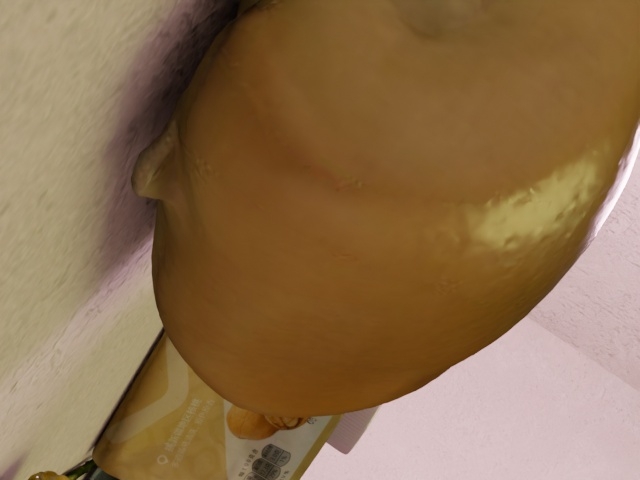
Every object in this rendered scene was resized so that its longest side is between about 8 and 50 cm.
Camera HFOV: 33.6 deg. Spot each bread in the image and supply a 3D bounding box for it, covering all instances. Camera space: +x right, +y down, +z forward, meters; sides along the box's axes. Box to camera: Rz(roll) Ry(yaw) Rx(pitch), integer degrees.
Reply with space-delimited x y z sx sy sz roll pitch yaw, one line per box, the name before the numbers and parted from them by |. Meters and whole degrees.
bread | 0.054 -0.053 0.710 0.348 0.253 0.376 -58 179 -31

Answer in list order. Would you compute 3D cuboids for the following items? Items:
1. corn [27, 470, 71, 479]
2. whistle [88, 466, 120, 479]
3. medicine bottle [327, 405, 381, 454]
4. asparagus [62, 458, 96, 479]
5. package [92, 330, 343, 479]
corn | -0.274 0.324 0.826 0.318 0.115 0.115 -57 176 11
whistle | -0.239 0.362 1.383 0.168 0.188 0.405 -48 141 -31
medicine bottle | -0.027 0.229 1.812 0.165 0.273 0.165 -55 175 -7
asparagus | -0.248 0.240 1.126 0.016 0.013 0.166 -46 176 2
package | -0.084 0.125 1.164 0.311 0.221 0.165 -60 -160 16
